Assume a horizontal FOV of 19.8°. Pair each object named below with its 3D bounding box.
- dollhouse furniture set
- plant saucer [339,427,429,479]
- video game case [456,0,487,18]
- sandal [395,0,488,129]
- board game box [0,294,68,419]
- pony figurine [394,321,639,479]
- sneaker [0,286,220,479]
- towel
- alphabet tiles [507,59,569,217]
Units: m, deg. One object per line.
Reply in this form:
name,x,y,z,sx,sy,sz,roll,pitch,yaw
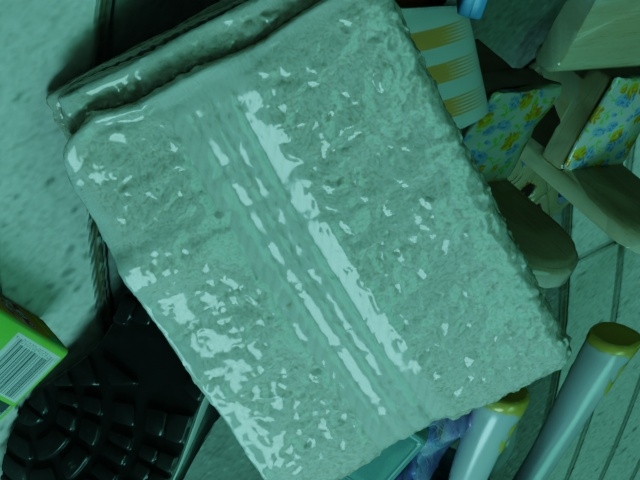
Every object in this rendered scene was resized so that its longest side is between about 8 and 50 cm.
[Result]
dollhouse furniture set,0.295,-0.141,1.085,0.394,0.256,0.362,-10,135,-48
plant saucer,-0.009,0.109,1.195,0.192,0.018,0.067,36,100,-33
video game case,0.099,-0.210,0.912,0.015,0.119,0.166,13,134,-7
sandal,0.051,-0.059,0.999,0.102,0.076,0.265,-26,123,-37
board game box,-0.233,0.054,0.906,0.124,0.039,0.259,-45,155,0
pony figurine,0.087,0.246,1.383,0.351,0.303,0.363,-17,128,-54
sneaker,-0.075,0.083,1.083,0.283,0.107,0.124,-54,156,18
towel,0.000,0.000,0.944,0.187,0.049,0.282,-27,119,8
alphabet tiles,0.092,-0.017,1.260,0.237,0.009,0.198,-38,152,-11
